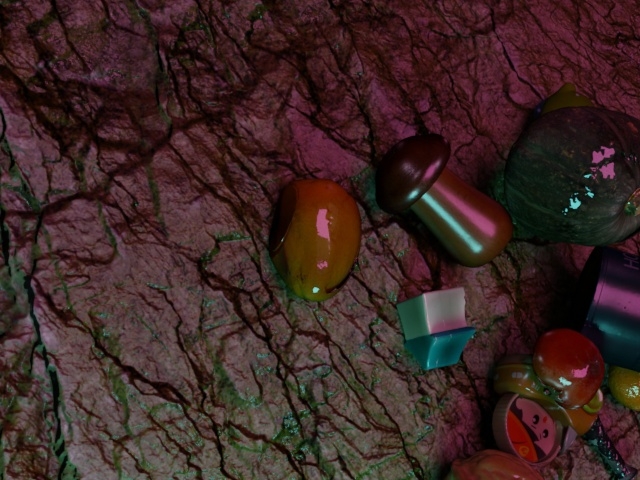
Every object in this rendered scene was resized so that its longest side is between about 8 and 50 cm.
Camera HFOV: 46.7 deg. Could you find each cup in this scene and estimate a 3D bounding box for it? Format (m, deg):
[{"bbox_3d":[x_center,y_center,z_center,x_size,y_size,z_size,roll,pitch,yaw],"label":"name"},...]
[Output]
[{"bbox_3d":[0.697,0.166,1.580,0.291,0.308,0.242,17,87,12],"label":"cup"}]

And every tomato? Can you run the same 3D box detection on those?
[{"bbox_3d":[0.490,0.243,1.429,0.139,0.091,0.159,-40,94,-31],"label":"tomato"}]

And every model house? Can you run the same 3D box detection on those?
[{"bbox_3d":[0.232,0.178,1.479,0.100,0.127,0.149,-5,78,-23],"label":"model house"}]

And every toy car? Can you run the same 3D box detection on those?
[{"bbox_3d":[0.442,0.358,1.512,0.235,0.145,0.235,6,75,-24],"label":"toy car"}]

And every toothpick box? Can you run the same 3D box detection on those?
[{"bbox_3d":[0.247,-0.083,1.514,0.294,0.192,0.192,40,67,-18],"label":"toothpick box"}]

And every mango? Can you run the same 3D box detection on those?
[{"bbox_3d":[0.000,0.000,1.417,0.166,0.136,0.236,18,78,-21],"label":"mango"}]

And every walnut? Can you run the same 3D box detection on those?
[{"bbox_3d":[0.335,0.521,1.401,0.224,0.257,0.257,-43,98,8],"label":"walnut"}]

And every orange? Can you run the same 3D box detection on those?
[{"bbox_3d":[0.714,0.312,1.654,0.135,0.117,0.136,7,80,-43],"label":"orange"}]

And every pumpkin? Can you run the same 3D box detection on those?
[{"bbox_3d":[0.542,-0.130,1.499,0.327,0.292,0.257,-10,38,-33],"label":"pumpkin"}]

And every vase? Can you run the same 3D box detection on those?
[{"bbox_3d":[0.625,0.453,1.621,0.059,0.059,0.167,-38,95,-24],"label":"vase"}]

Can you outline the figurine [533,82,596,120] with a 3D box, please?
[{"bbox_3d":[0.537,-0.225,1.690,0.162,0.143,0.263,35,80,-19],"label":"figurine"}]
